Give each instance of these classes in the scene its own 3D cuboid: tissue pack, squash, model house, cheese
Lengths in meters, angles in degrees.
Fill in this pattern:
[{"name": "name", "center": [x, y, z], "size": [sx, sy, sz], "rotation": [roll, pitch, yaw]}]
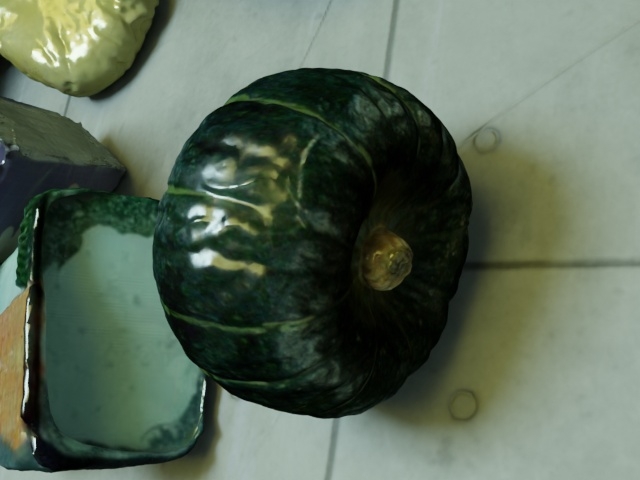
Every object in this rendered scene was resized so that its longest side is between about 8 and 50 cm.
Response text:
[{"name": "tissue pack", "center": [-0.393, 0.012, 0.820], "size": [0.125, 0.242, 0.343], "rotation": [41, 99, 6]}, {"name": "squash", "center": [0.000, 0.000, 0.546], "size": [0.165, 0.252, 0.252], "rotation": [14, 80, 33]}, {"name": "model house", "center": [-0.260, 0.107, 0.757], "size": [0.291, 0.184, 0.253], "rotation": [-23, 65, 42]}, {"name": "cheese", "center": [-0.313, -0.302, 0.961], "size": [0.226, 0.117, 0.214], "rotation": [40, 99, 13]}]

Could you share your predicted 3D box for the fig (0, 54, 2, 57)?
[{"name": "fig", "center": [-0.557, -0.349, 1.100], "size": [0.314, 0.233, 0.233], "rotation": [-39, 54, 19]}]
